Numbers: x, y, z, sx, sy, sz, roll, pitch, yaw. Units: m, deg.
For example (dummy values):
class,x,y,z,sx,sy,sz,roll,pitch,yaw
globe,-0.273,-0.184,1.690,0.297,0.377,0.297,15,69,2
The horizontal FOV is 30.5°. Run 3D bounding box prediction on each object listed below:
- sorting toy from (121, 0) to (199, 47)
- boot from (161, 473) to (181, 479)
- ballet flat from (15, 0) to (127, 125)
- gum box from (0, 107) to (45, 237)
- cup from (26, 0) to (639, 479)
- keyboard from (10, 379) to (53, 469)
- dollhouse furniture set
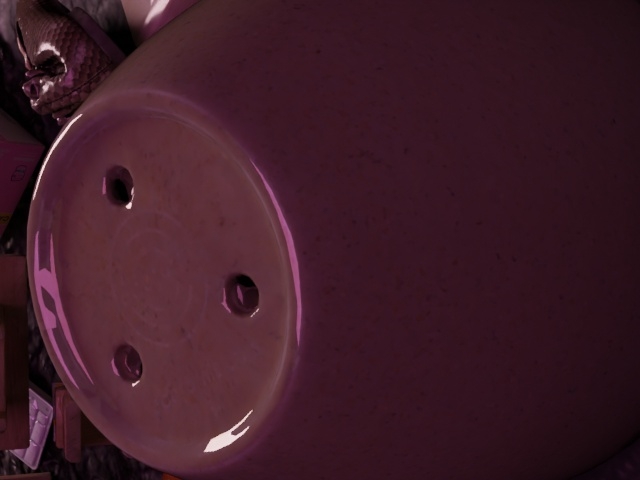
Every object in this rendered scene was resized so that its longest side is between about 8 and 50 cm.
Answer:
class,x,y,z,sx,sy,sz,roll,pitch,yaw
sorting toy,-0.093,-0.283,0.633,0.257,0.089,0.255,-50,48,39
boot,0.010,0.254,0.718,0.295,0.104,0.211,18,88,14
ballet flat,-0.164,-0.110,0.732,0.084,0.058,0.250,49,174,-24
gum box,-0.312,-0.079,0.914,0.188,0.062,0.107,39,108,27
cup,0.000,0.000,0.586,0.331,0.237,0.331,8,103,37
keyboard,-0.318,0.090,0.967,0.256,0.014,0.072,34,117,17
dollhouse furniture set,-0.245,0.125,0.836,0.161,0.212,0.242,-143,53,-71
